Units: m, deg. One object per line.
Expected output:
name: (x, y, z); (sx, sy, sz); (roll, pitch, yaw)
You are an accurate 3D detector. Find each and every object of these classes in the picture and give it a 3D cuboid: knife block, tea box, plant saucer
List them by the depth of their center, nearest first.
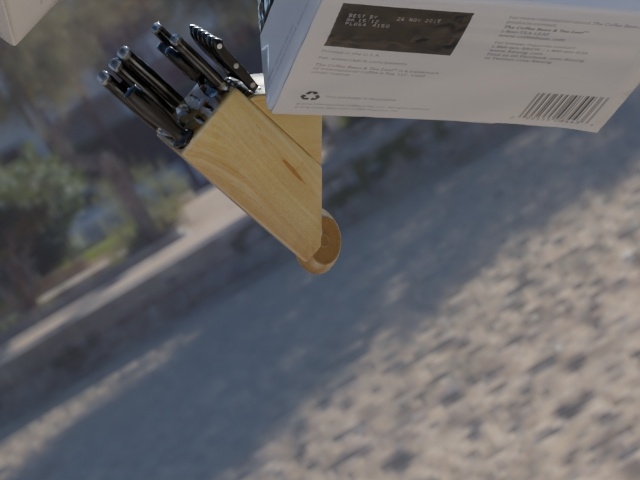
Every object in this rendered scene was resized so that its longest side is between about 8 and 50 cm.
tea box: (0.121, -0.293, 1.582); (0.328, 0.324, 0.220); (3, -24, -14)
knife block: (-0.122, -0.105, 1.938); (0.242, 0.276, 0.088); (-8, 22, -22)
plant saucer: (0.000, 0.000, 2.158); (0.015, 0.083, 0.083); (-3, 23, 44)

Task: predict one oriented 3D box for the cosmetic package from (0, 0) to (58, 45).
cosmetic package: (-0.217, -0.366, 1.445); (0.365, 0.197, 0.155); (-53, -14, -21)
